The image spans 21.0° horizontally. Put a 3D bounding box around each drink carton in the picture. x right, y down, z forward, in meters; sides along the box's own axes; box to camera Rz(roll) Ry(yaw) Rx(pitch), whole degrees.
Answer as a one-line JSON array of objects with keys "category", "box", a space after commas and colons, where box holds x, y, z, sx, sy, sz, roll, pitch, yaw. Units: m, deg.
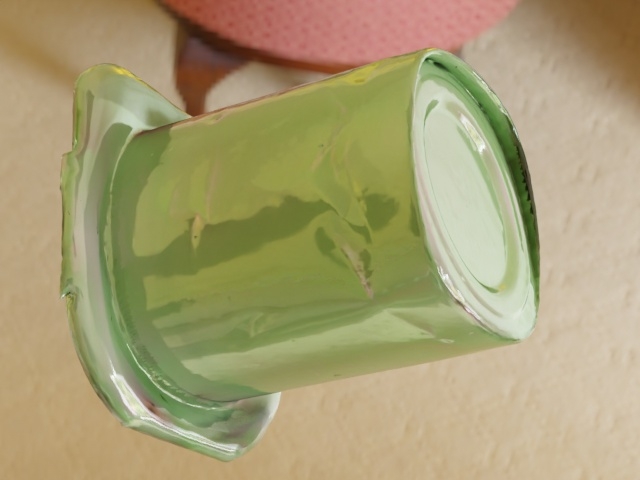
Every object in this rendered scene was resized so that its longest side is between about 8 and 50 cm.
[{"category": "drink carton", "box": [0.000, 0.000, 0.663, 0.142, 0.146, 0.144, -12, 66, 27]}]
